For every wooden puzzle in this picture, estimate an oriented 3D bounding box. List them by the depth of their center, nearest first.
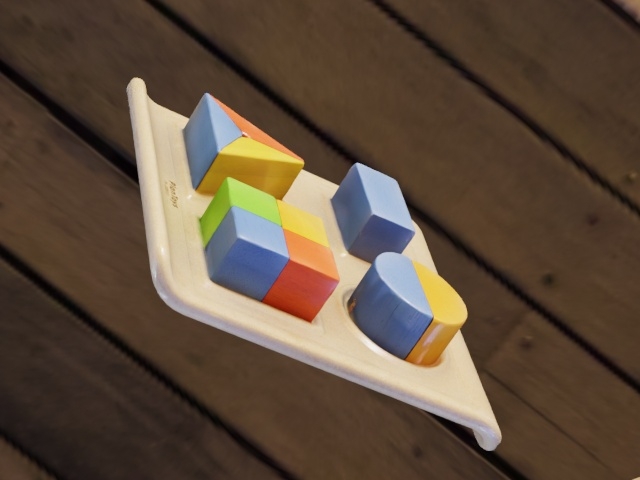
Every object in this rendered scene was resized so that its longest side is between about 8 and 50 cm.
[{"bbox_3d":[0.000,0.000,1.416,0.347,0.322,0.080,28,113,-25],"label":"wooden puzzle"}]

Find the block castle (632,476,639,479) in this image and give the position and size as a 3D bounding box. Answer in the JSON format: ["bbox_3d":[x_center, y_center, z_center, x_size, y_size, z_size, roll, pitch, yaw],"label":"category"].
[{"bbox_3d":[0.347,0.175,0.977,0.303,0.453,0.213,-28,59,-18],"label":"block castle"}]
